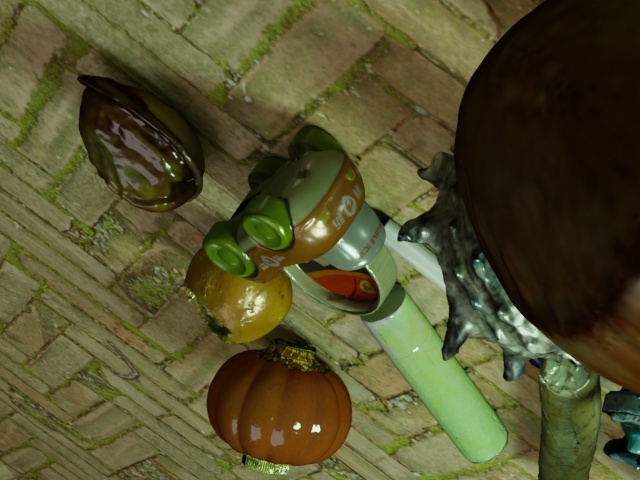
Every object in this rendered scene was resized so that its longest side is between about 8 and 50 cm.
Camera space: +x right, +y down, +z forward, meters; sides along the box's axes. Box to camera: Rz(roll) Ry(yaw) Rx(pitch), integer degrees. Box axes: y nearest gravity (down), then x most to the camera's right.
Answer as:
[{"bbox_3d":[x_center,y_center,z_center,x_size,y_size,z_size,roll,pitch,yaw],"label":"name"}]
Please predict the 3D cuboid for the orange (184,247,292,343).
[{"bbox_3d":[-0.115,0.070,1.907,0.154,0.134,0.155,20,145,15],"label":"orange"}]

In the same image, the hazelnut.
[{"bbox_3d":[0.309,-0.040,1.036,0.420,0.353,0.421,14,160,5],"label":"hazelnut"}]

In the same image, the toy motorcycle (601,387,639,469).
[{"bbox_3d":[0.445,0.215,1.522,0.260,0.154,0.206,11,167,30],"label":"toy motorcycle"}]

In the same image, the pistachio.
[{"bbox_3d":[-0.232,-0.124,1.732,0.210,0.130,0.165,51,153,-12],"label":"pistachio"}]

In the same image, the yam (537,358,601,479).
[{"bbox_3d":[0.317,0.246,1.772,0.083,0.083,0.371,22,153,23],"label":"yam"}]

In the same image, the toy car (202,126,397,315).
[{"bbox_3d":[0.000,0.000,1.654,0.235,0.145,0.235,25,151,15],"label":"toy car"}]

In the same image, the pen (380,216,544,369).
[{"bbox_3d":[0.174,0.064,1.684,0.269,0.033,0.033,38,153,-6],"label":"pen"}]

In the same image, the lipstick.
[{"bbox_3d":[0.156,0.183,1.851,0.076,0.076,0.304,2,137,47],"label":"lipstick"}]

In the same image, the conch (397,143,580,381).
[{"bbox_3d":[0.204,0.015,1.400,0.313,0.241,0.186,23,129,-24],"label":"conch"}]

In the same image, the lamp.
[{"bbox_3d":[-0.060,0.247,2.061,0.223,0.197,0.223,15,-174,-2],"label":"lamp"}]
